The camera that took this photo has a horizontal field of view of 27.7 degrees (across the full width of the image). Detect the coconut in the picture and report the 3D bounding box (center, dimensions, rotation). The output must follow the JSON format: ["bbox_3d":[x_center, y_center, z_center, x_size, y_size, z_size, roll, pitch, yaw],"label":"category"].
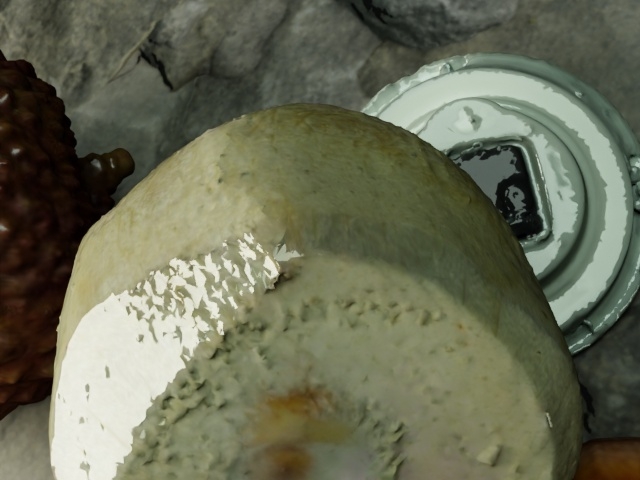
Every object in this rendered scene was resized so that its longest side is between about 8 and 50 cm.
[{"bbox_3d":[-0.008,0.067,0.761,0.297,0.297,0.254,-26,22,4],"label":"coconut"}]

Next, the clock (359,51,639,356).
[{"bbox_3d":[0.116,-0.023,0.898,0.236,0.053,0.237,-1,80,7],"label":"clock"}]

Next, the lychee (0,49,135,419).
[{"bbox_3d":[-0.274,-0.003,0.937,0.304,0.276,0.276,-24,55,-16],"label":"lychee"}]

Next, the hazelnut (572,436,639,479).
[{"bbox_3d":[0.182,0.182,0.765,0.150,0.150,0.150,-9,60,15],"label":"hazelnut"}]
